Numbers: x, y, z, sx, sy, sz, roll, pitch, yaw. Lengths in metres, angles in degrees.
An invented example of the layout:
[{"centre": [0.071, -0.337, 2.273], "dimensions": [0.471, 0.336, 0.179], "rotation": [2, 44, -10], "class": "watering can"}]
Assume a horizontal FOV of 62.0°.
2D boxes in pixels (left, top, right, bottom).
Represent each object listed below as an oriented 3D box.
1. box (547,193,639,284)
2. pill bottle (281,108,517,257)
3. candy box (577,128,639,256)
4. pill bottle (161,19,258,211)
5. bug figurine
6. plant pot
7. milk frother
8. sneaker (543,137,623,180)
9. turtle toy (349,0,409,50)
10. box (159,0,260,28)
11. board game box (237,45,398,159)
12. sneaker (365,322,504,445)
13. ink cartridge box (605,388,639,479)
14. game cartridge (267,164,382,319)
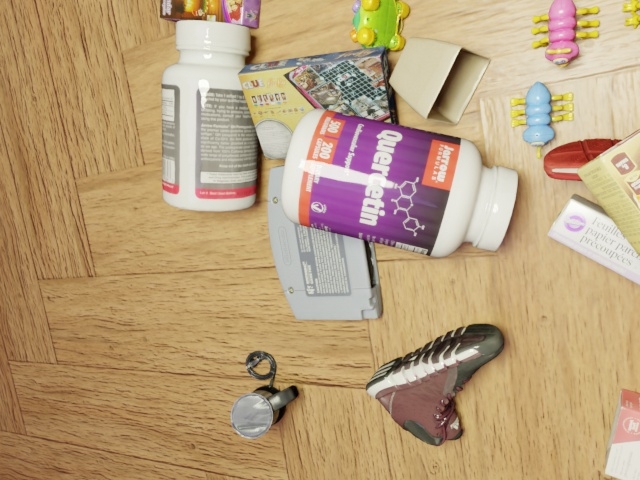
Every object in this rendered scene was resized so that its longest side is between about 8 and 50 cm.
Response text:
[{"centre": [0.475, 0.042, 0.718], "dimensions": [0.324, 0.067, 0.063], "rotation": [32, 114, 19], "class": "box"}, {"centre": [0.114, -0.081, 0.801], "dimensions": [0.322, 0.181, 0.182], "rotation": [13, 108, 8], "class": "pill bottle"}, {"centre": [0.457, -0.005, 0.568], "dimensions": [0.183, 0.087, 0.316], "rotation": [-34, 82, 5], "class": "candy box"}, {"centre": [-0.199, -0.223, 0.972], "dimensions": [0.176, 0.176, 0.319], "rotation": [13, 107, 27], "class": "pill bottle"}, {"centre": [0.385, -0.228, 0.703], "dimensions": [0.279, 0.072, 0.216], "rotation": [-3, 100, 30], "class": "bug figurine"}, {"centre": [0.171, -0.248, 0.805], "dimensions": [0.096, 0.109, 0.109], "rotation": [38, 117, 29], "class": "plant pot"}, {"centre": [-0.129, 0.306, 1.078], "dimensions": [0.143, 0.135, 0.129], "rotation": [43, 87, 11], "class": "milk frother"}, {"centre": [0.405, -0.060, 0.693], "dimensions": [0.221, 0.087, 0.128], "rotation": [4, 125, 19], "class": "sneaker"}, {"centre": [0.086, -0.357, 0.839], "dimensions": [0.066, 0.095, 0.130], "rotation": [21, 111, 46], "class": "turtle toy"}, {"centre": [-0.196, -0.548, 0.965], "dimensions": [0.200, 0.057, 0.293], "rotation": [14, 108, 25], "class": "box"}, {"centre": [0.000, -0.220, 0.883], "dimensions": [0.243, 0.042, 0.165], "rotation": [0, 128, 21], "class": "board game box"}, {"centre": [0.221, 0.254, 0.900], "dimensions": [0.281, 0.106, 0.163], "rotation": [-36, 88, 41], "class": "sneaker"}, {"centre": [0.522, 0.302, 0.750], "dimensions": [0.198, 0.067, 0.115], "rotation": [12, 106, 27], "class": "ink cartridge box"}, {"centre": [0.000, 0.000, 0.985], "dimensions": [0.198, 0.062, 0.297], "rotation": [-3, 100, 34], "class": "game cartridge"}]
